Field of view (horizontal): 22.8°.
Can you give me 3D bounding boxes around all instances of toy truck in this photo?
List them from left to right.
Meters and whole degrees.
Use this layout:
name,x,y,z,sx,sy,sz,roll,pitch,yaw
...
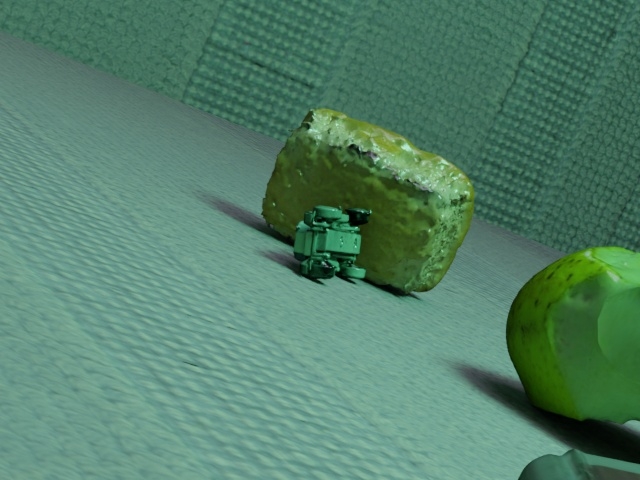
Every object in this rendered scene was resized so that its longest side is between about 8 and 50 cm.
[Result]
name,x,y,z,sx,sy,sz,roll,pitch,yaw
toy truck,0.000,0.000,1.745,0.078,0.080,0.154,6,1,18

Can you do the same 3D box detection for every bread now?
name,x,y,z,sx,sy,sz,roll,pitch,yaw
bread,0.053,-0.043,1.867,0.245,0.174,0.121,24,27,9

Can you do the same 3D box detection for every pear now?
name,x,y,z,sx,sy,sz,roll,pitch,yaw
pear,0.322,0.089,1.520,0.281,0.176,0.286,5,-1,26

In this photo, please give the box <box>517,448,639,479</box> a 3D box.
name,x,y,z,sx,sy,sz,roll,pitch,yaw
box,0.156,0.184,0.587,0.182,0.175,0.312,15,7,0
